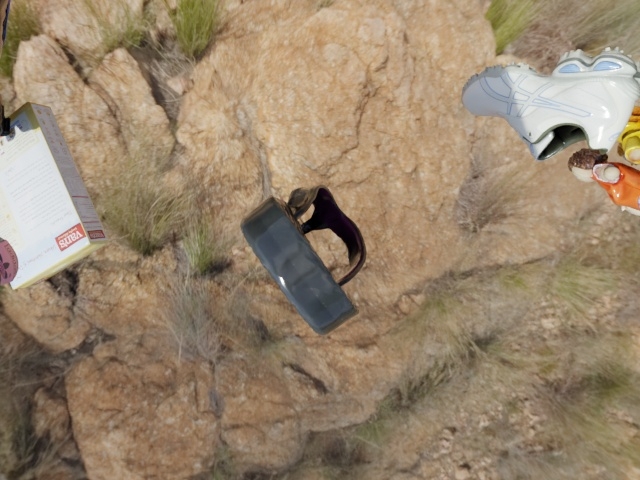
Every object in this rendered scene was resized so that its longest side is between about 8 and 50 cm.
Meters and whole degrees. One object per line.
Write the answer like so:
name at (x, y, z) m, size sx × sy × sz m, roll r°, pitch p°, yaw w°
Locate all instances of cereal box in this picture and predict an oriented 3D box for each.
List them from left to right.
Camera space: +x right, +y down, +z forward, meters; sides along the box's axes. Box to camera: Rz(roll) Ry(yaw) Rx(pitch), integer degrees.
cereal box at (-0.449, -0.066, 0.718) m, size 0.173 × 0.047 × 0.240 m, roll -26°, pitch 86°, yaw 17°

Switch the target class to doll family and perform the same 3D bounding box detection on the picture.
doll family at (0.379, -0.071, 0.493) m, size 0.263 × 0.163 × 0.118 m, roll 14°, pitch 120°, yaw -40°

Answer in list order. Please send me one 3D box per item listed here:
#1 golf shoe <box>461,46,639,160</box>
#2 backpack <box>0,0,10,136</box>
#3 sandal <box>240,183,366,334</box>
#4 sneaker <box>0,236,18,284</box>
golf shoe at (0.193, -0.118, 0.426) m, size 0.069 × 0.176 × 0.085 m, roll 9°, pitch 96°, yaw -27°
backpack at (-0.523, -0.276, 0.546) m, size 0.214 × 0.263 × 0.276 m, roll 3°, pitch 91°, yaw -7°
sandal at (0.002, 0.002, 0.566) m, size 0.107 × 0.446 × 0.167 m, roll -36°, pitch 97°, yaw -1°
sneaker at (-0.303, 0.024, 0.360) m, size 0.131 × 0.319 × 0.112 m, roll -7°, pitch 109°, yaw -44°
